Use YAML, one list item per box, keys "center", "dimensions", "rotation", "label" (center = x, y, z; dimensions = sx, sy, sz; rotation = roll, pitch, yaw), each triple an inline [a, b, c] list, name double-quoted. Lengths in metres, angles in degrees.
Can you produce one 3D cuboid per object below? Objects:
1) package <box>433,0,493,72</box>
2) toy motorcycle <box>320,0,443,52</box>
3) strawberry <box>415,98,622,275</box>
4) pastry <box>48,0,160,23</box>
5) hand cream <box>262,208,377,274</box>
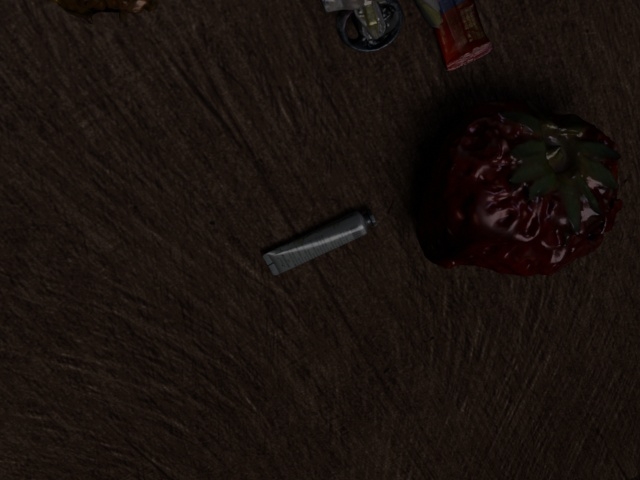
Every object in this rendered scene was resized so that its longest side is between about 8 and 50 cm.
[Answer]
- center: [0.200, -0.336, 1.941]
  dimensions: [0.083, 0.022, 0.200]
  rotation: [-30, 138, -1]
  label: "package"
- center: [0.075, -0.407, 1.735]
  dimensions: [0.223, 0.108, 0.340]
  rotation: [-24, 132, 3]
  label: "toy motorcycle"
- center: [0.293, -0.069, 2.118]
  dimensions: [0.317, 0.295, 0.345]
  rotation: [-22, 175, -33]
  label: "strawberry"
- center: [-0.239, -0.433, 1.399]
  dimensions: [0.337, 0.292, 0.405]
  rotation: [28, 124, -33]
  label: "pastry"
- center: [0.000, 0.000, 2.161]
  dimensions: [0.194, 0.042, 0.067]
  rotation: [-24, 147, 2]
  label: "hand cream"
